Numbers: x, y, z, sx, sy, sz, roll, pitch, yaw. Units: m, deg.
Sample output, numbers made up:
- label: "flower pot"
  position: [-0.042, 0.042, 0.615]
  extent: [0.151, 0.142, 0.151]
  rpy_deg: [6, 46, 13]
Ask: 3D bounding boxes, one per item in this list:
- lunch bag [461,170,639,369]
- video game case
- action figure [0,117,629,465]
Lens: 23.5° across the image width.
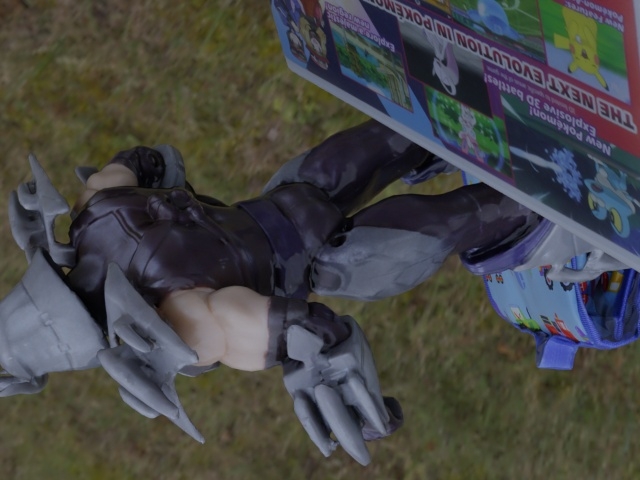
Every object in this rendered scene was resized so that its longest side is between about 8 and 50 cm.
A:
- label: "lunch bag"
  position: [0.178, -0.046, 1.182]
  extent: [0.138, 0.221, 0.293]
  rpy_deg: [0, 91, -13]
- label: "video game case"
  position: [0.034, -0.097, 0.457]
  extent: [0.201, 0.023, 0.183]
  rpy_deg: [35, 150, 44]
- label: "action figure"
  position: [0.000, 0.000, 0.587]
  extent: [0.285, 0.185, 0.099]
  rpy_deg: [-22, 137, -20]
